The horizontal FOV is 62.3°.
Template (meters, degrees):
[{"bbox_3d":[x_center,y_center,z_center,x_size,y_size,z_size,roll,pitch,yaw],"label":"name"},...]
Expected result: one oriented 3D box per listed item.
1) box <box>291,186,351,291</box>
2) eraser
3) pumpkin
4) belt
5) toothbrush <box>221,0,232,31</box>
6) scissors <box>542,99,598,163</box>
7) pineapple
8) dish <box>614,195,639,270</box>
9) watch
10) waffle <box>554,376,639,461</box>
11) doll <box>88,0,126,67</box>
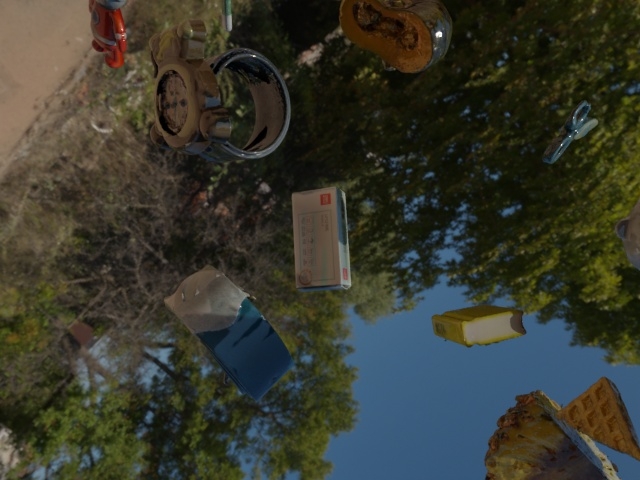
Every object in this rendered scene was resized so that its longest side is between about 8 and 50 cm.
[{"bbox_3d":[0.000,0.000,1.401,0.134,0.270,0.079,-7,170,22],"label":"box"},{"bbox_3d":[0.383,0.208,1.310,0.157,0.069,0.226,-12,177,-6],"label":"eraser"},{"bbox_3d":[0.206,-0.583,1.471,0.139,0.317,0.222,-49,162,-30],"label":"pumpkin"},{"bbox_3d":[-0.226,0.237,1.332,0.173,0.300,0.437,-41,148,-21],"label":"belt"},{"bbox_3d":[-0.144,-0.425,0.758,0.024,0.018,0.257,-27,143,-26],"label":"toothbrush"},{"bbox_3d":[0.544,-0.238,1.120,0.289,0.041,0.138,-23,141,-48],"label":"scissors"},{"bbox_3d":[0.458,0.496,1.185,0.286,0.344,0.209,-42,-176,18],"label":"pineapple"},{"bbox_3d":[0.791,-0.024,1.174,0.236,0.228,0.086,-18,-167,-5],"label":"dish"},{"bbox_3d":[-0.245,-0.376,1.385,0.326,0.336,0.314,-11,-170,-43],"label":"watch"},{"bbox_3d":[0.414,0.298,0.790,0.125,0.032,0.191,-52,-177,28],"label":"waffle"},{"bbox_3d":[-0.402,-0.449,0.996,0.076,0.142,0.245,-29,160,-33],"label":"doll"}]
